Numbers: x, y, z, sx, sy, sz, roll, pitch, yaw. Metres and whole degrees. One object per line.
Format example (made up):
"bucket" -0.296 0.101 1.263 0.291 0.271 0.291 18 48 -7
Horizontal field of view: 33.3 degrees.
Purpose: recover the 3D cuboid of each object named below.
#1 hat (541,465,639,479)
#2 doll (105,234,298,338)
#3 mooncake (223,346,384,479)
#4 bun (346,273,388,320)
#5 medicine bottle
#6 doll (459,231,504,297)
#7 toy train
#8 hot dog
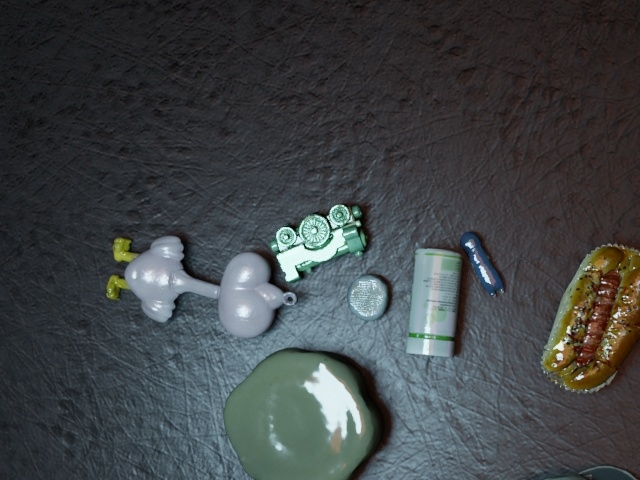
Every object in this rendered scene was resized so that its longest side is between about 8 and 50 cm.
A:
"hat" 0.441 0.490 1.738 0.275 0.161 0.232 7 89 7
"doll" -0.217 0.081 1.928 0.365 0.094 0.160 9 90 13
"mooncake" -0.025 0.315 1.851 0.275 0.135 0.275 -1 85 13
"bun" 0.085 0.101 1.897 0.083 0.045 0.083 -1 87 10
"medicine bottle" 0.198 0.108 1.856 0.086 0.086 0.183 5 85 11
"doll" 0.285 0.041 1.879 0.037 0.027 0.125 -28 83 7
"toy train" 0.000 0.000 1.912 0.178 0.071 0.104 -22 88 9
"hot dog" 0.473 0.133 1.809 0.144 0.075 0.268 24 86 14
